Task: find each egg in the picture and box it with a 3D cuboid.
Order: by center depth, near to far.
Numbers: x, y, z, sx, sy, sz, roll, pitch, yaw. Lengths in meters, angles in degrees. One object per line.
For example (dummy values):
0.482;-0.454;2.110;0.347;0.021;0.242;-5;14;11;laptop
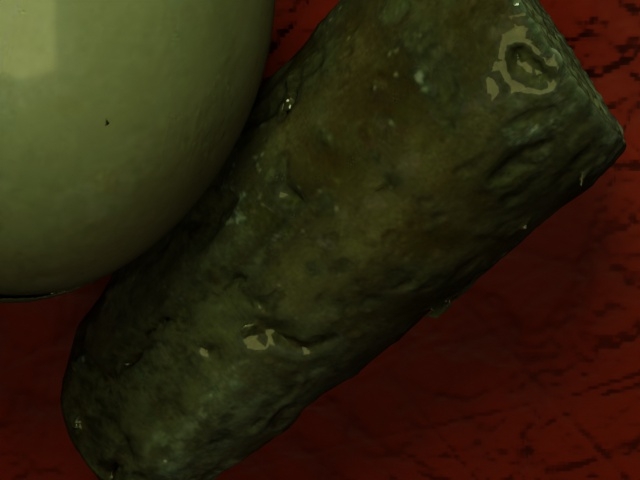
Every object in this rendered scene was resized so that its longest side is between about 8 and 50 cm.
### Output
-0.113;-0.089;0.773;0.186;0.186;0.253;14;122;-3;egg

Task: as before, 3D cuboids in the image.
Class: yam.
0.000;0.000;0.849;0.133;0.133;0.330;36;119;-15;yam
